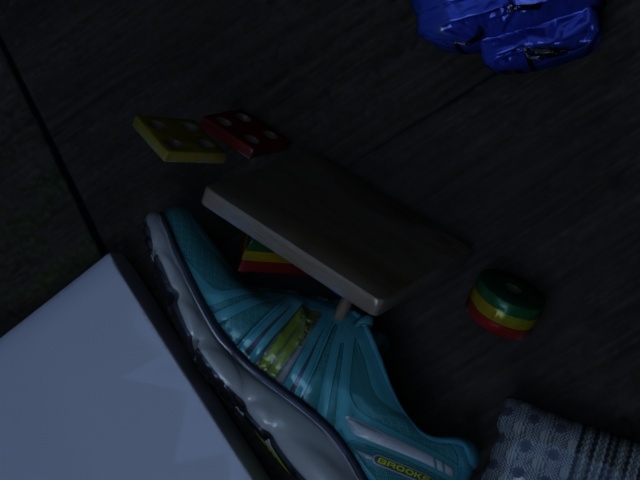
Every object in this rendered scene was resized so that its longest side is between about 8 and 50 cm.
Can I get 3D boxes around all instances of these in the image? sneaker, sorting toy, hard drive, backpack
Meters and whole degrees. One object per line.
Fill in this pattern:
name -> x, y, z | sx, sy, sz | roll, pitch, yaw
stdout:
sneaker -> -0.013, 0.078, 0.840 | 0.110, 0.107, 0.275 | -41, 79, -11
sorting toy -> 0.000, 0.000, 0.818 | 0.275, 0.132, 0.046 | 33, 117, 19
hard drive -> -0.208, 0.187, 0.901 | 0.319, 0.040, 0.210 | -37, 76, 10
backpack -> 0.116, -0.155, 0.811 | 0.120, 0.098, 0.101 | -8, 86, 15

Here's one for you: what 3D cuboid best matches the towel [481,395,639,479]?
towel -> 0.204, 0.295, 0.771 | 0.312, 0.056, 0.324 | 19, 88, 15
